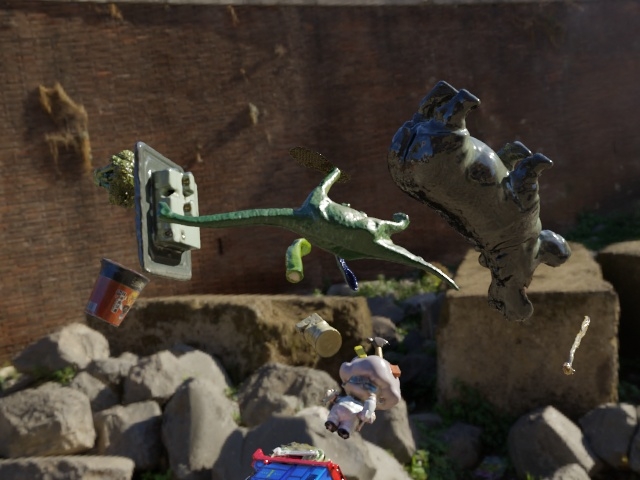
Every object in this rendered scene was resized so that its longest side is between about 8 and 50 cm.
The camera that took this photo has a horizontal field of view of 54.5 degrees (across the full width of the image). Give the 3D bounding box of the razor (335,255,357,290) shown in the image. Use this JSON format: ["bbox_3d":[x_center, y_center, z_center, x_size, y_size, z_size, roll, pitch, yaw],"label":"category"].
[{"bbox_3d":[0.042,0.032,1.150,0.028,0.155,0.044,-5,33,16],"label":"razor"}]

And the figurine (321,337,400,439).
[{"bbox_3d":[0.089,0.303,1.246,0.137,0.112,0.229,18,42,26],"label":"figurine"}]

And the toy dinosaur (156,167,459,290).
[{"bbox_3d":[0.000,0.000,0.992,0.447,0.087,0.301,32,38,13],"label":"toy dinosaur"}]

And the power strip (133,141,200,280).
[{"bbox_3d":[-0.295,-0.051,1.260,0.092,0.257,0.251,-6,-7,0],"label":"power strip"}]

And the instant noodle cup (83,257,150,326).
[{"bbox_3d":[-0.494,0.128,1.488,0.127,0.136,0.127,22,-15,6],"label":"instant noodle cup"}]

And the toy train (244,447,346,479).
[{"bbox_3d":[-0.052,0.419,1.056,0.204,0.083,0.131,-14,17,43],"label":"toy train"}]

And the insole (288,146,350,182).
[{"bbox_3d":[0.000,-0.133,1.097,0.135,0.002,0.045,27,-38,-36],"label":"insole"}]

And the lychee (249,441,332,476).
[{"bbox_3d":[-0.048,0.569,1.326,0.274,0.255,0.255,6,13,44],"label":"lychee"}]

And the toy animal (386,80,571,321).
[{"bbox_3d":[0.229,-0.044,0.817,0.168,0.343,0.106,-39,23,6],"label":"toy animal"}]

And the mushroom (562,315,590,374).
[{"bbox_3d":[0.537,0.206,1.293,0.286,0.026,0.028,-31,-22,-55],"label":"mushroom"}]

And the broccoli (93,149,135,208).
[{"bbox_3d":[-0.441,-0.135,1.385,0.120,0.131,0.130,1,7,0],"label":"broccoli"}]

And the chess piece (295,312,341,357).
[{"bbox_3d":[-0.010,0.284,1.931,0.090,0.090,0.200,-9,16,-19],"label":"chess piece"}]

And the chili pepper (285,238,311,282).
[{"bbox_3d":[-0.054,0.036,1.408,0.050,0.052,0.202,4,20,3],"label":"chili pepper"}]
